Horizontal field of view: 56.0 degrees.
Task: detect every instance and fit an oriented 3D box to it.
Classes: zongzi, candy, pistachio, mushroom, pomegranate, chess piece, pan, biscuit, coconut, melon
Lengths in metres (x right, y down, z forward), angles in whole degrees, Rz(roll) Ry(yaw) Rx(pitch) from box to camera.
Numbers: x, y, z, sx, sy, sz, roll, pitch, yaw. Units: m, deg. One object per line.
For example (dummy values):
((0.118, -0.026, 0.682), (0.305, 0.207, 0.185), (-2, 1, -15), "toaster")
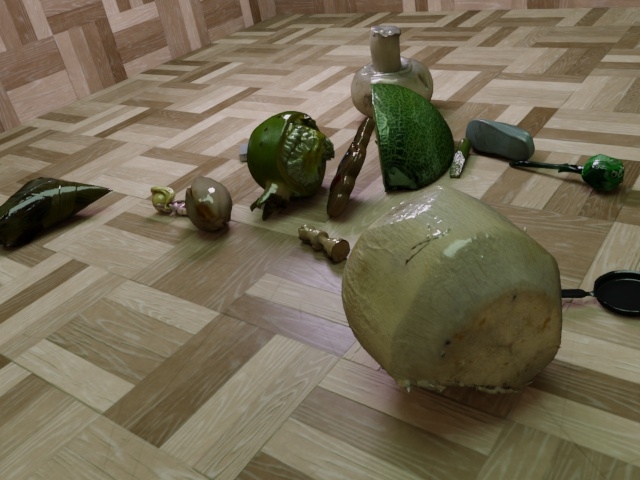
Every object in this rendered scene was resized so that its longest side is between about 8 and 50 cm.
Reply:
((-0.823, -0.095, 1.847), (0.300, 0.138, 0.286), (1, 36, 15), "zongzi")
((0.649, -0.195, 1.618), (0.097, 0.097, 0.324), (-32, 30, -30), "candy")
((-0.319, -0.106, 1.697), (0.144, 0.143, 0.215), (-19, 33, -13), "pistachio")
((0.249, -0.595, 2.133), (0.315, 0.335, 0.314), (-5, 40, 4), "mushroom")
((-0.102, -0.215, 1.728), (0.261, 0.260, 0.340), (11, 62, 32), "pomegranate")
((0.000, -0.001, 1.515), (0.060, 0.060, 0.172), (-29, 33, -27), "chess piece")
((0.559, 0.106, 1.189), (0.235, 0.028, 0.136), (-3, 31, 7), "pan")
((0.082, -0.209, 1.682), (0.319, 0.047, 0.183), (-66, 12, -10), "biscuit")
((0.216, 0.087, 1.039), (0.347, 0.346, 0.360), (-19, 34, -13), "coconut")
((0.259, -0.291, 1.802), (0.226, 0.331, 0.343), (-41, 31, 24), "melon")

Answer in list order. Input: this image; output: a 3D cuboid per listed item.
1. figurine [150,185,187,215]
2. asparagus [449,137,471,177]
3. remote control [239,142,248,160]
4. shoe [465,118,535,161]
((-0.435, -0.114, 1.819), (0.188, 0.083, 0.083), (17, 40, 23), "figurine")
((0.413, -0.244, 1.784), (0.041, 0.045, 0.178), (34, 44, -3), "asparagus")
((-0.161, -0.333, 2.117), (0.250, 0.034, 0.103), (-12, 31, -1), "remote control")
((0.545, -0.304, 1.791), (0.100, 0.103, 0.251), (-19, 32, -27), "shoe")
